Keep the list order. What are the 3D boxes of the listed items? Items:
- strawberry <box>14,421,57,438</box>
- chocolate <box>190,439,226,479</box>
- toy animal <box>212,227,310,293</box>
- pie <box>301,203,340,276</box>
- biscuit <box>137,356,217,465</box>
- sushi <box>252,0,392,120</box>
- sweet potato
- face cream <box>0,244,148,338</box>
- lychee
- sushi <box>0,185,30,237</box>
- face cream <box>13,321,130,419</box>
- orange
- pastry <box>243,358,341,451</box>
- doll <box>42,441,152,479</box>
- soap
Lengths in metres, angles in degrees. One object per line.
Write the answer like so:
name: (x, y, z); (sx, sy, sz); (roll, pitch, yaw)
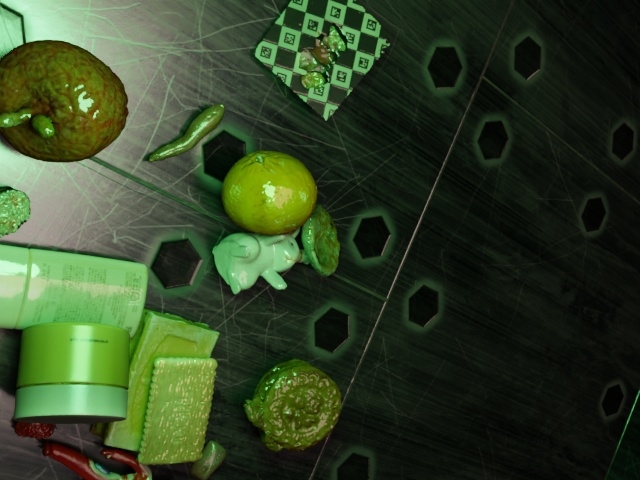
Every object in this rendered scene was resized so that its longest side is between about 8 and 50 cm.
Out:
strawberry: (-0.608, 0.395, 1.631); (0.083, 0.073, 0.073); (-28, 114, -12)
chocolate: (-0.277, 0.552, 1.900); (0.100, 0.031, 0.064); (-50, 117, -14)
toy animal: (-0.112, 0.032, 1.843); (0.282, 0.138, 0.140); (-7, 115, -30)
pie: (0.000, 0.000, 1.930); (0.187, 0.041, 0.187); (-9, 90, -67)
biscuit: (-0.323, 0.385, 1.731); (0.160, 0.030, 0.249); (6, 95, -35)
sushi: (0.003, -0.479, 1.880); (0.264, 0.050, 0.290); (40, 79, -18)
sweet potato: (-0.299, -0.235, 1.729); (0.214, 0.050, 0.050); (-42, 119, -13)
face cream: (-0.544, 0.112, 1.608); (0.348, 0.081, 0.173); (10, 93, -34)
lychee: (-0.505, -0.265, 1.462); (0.255, 0.300, 0.255); (2, 104, 8)
sushi: (-0.650, -0.049, 1.509); (0.150, 0.078, 0.090); (-29, 114, -27)
face cream: (-0.501, 0.274, 1.556); (0.218, 0.218, 0.179); (11, 69, -35)
orange: (-0.117, -0.111, 1.765); (0.219, 0.219, 0.193); (-8, 131, -32)
pastry: (-0.069, 0.428, 1.967); (0.235, 0.132, 0.240); (-35, 110, -14)
doll: (-0.470, 0.573, 1.744); (0.384, 0.099, 0.188); (20, 87, -31)
soap: (-0.376, 0.327, 1.758); (0.199, 0.091, 0.315); (23, 85, -33)
